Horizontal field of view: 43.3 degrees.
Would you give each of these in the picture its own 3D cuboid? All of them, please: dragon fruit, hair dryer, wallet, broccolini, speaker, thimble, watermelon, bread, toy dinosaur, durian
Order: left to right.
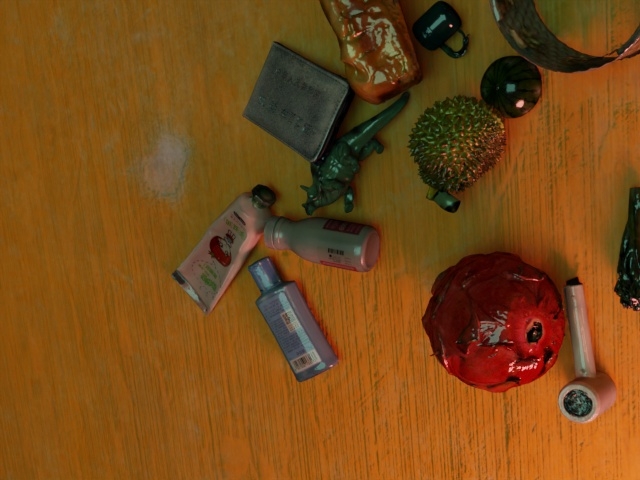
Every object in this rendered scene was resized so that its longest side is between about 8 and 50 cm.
[{"bbox_3d":[-0.043,-0.257,1.500,0.222,0.036,0.167,36,110,30],"label":"wallet"},{"bbox_3d":[0.061,-0.144,1.476,0.292,0.079,0.120,-38,62,31],"label":"toy dinosaur"},{"bbox_3d":[0.076,-0.382,1.372,0.132,0.167,0.294,-18,92,6],"label":"bread"},{"bbox_3d":[0.210,-0.355,1.376,0.094,0.060,0.075,36,122,-25],"label":"speaker"},{"bbox_3d":[0.227,-0.162,1.350,0.159,0.198,0.146,-43,76,-16],"label":"durian"},{"bbox_3d":[0.287,0.133,1.347,0.252,0.241,0.241,-12,97,47],"label":"dragon fruit"},{"bbox_3d":[0.310,-0.255,1.337,0.105,0.062,0.106,5,98,33],"label":"watermelon"},{"bbox_3d":[0.440,0.179,1.354,0.073,0.131,0.236,-6,86,31],"label":"hair dryer"},{"bbox_3d":[0.392,-0.380,1.175,0.270,0.150,0.271,21,124,36],"label":"thimble"},{"bbox_3d":[0.507,0.018,1.302,0.091,0.068,0.203,-6,99,48],"label":"broccolini"}]

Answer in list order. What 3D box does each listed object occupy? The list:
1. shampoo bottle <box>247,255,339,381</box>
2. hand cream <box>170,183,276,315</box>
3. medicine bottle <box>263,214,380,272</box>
[{"bbox_3d":[-0.064,0.153,1.629,0.104,0.061,0.258,-30,88,30],"label":"shampoo bottle"},{"bbox_3d":[-0.196,0.014,1.670,0.121,0.076,0.336,48,125,11],"label":"hand cream"},{"bbox_3d":[0.000,0.000,1.542,0.216,0.090,0.090,11,107,25],"label":"medicine bottle"}]
